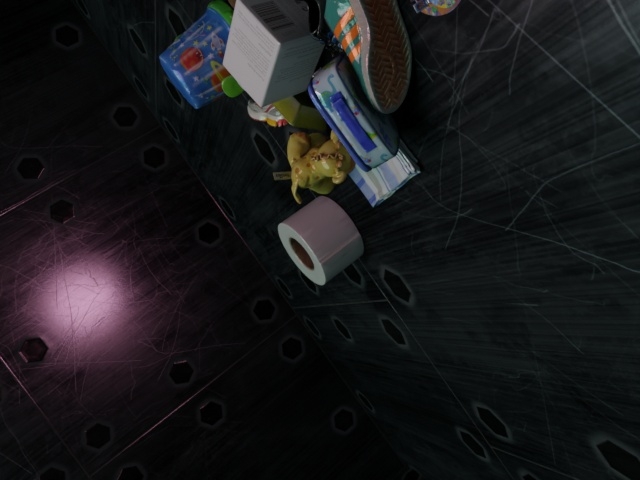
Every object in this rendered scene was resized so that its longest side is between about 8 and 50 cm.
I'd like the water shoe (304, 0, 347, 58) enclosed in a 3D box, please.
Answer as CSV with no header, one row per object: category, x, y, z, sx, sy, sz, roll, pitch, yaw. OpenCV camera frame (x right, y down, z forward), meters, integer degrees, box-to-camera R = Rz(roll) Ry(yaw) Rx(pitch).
water shoe,0.013,-0.425,1.062,0.073,0.080,0.203,24,145,56

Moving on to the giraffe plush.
giraffe plush,0.011,-0.199,1.289,0.170,0.210,0.181,-13,106,42

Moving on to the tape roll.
tape roll,0.000,0.000,1.696,0.246,0.169,0.246,45,159,23

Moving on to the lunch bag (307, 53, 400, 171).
lunch bag,0.069,-0.254,1.039,0.219,0.090,0.176,51,-154,-20

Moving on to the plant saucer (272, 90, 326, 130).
plant saucer,-0.071,-0.361,1.308,0.188,0.045,0.188,49,-155,13

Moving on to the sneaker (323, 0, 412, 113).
sneaker,0.080,-0.384,0.954,0.121,0.108,0.302,29,142,54

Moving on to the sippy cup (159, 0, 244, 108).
sippy cup,-0.302,-0.489,1.422,0.240,0.224,0.305,55,172,-15

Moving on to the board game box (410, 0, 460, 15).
board game box,0.153,-0.426,0.803,0.169,0.033,0.133,57,161,-10

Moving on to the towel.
towel,0.122,-0.201,1.269,0.209,0.034,0.285,54,161,2

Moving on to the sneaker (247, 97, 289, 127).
sneaker,-0.143,-0.394,1.512,0.225,0.088,0.093,30,130,49

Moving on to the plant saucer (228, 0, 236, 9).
plant saucer,-0.176,-0.623,1.232,0.278,0.041,0.278,45,159,23

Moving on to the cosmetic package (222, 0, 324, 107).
cosmetic package,-0.102,-0.429,1.157,0.151,0.151,0.184,50,146,12
